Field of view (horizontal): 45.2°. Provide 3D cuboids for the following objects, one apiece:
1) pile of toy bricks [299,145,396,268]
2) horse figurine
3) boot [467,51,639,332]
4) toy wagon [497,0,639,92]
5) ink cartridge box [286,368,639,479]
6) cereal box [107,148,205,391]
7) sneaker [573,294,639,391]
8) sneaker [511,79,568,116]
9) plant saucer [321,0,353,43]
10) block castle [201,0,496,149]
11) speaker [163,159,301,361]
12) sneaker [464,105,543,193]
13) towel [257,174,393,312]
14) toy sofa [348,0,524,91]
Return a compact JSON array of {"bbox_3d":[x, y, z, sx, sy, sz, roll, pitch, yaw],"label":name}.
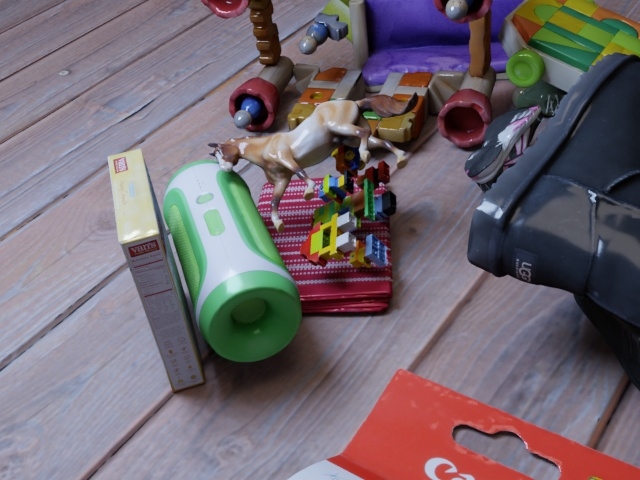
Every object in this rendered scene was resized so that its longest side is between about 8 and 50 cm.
[{"bbox_3d":[0.027,-0.036,1.033,0.105,0.118,0.212,-25,44,32],"label":"pile of toy bricks"},{"bbox_3d":[0.000,-0.119,0.980,0.263,0.066,0.174,-30,44,0],"label":"horse figurine"},{"bbox_3d":[0.437,-0.014,0.794,0.445,0.146,0.367,25,60,33],"label":"boot"},{"bbox_3d":[0.458,-0.282,1.207,0.344,0.068,0.267,31,49,17],"label":"toy wagon"},{"bbox_3d":[0.106,0.278,0.687,0.308,0.091,0.385,19,48,29],"label":"ink cartridge box"},{"bbox_3d":[-0.193,0.036,0.906,0.047,0.240,0.173,-16,40,-9],"label":"cereal box"},{"bbox_3d":[0.385,0.090,0.860,0.130,0.087,0.228,-16,35,1],"label":"sneaker"},{"bbox_3d":[0.415,-0.228,1.246,0.192,0.064,0.086,-5,35,0],"label":"sneaker"},{"bbox_3d":[0.117,-0.492,1.627,0.188,0.045,0.188,-20,41,-14],"label":"plant saucer"},{"bbox_3d":[0.051,-0.306,1.221,0.452,0.303,0.213,7,43,19],"label":"block castle"},{"bbox_3d":[-0.118,0.014,0.963,0.131,0.131,0.297,-17,38,-10],"label":"speaker"},{"bbox_3d":[0.279,-0.128,1.147,0.178,0.077,0.072,-47,28,-25],"label":"sneaker"},{"bbox_3d":[0.000,0.000,1.079,0.198,0.031,0.275,-3,40,6],"label":"towel"},{"bbox_3d":[0.238,-0.389,1.403,0.362,0.150,0.177,-3,39,7],"label":"toy sofa"}]
